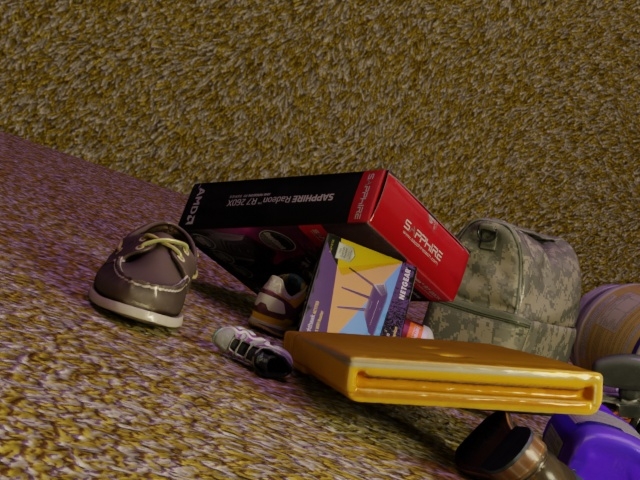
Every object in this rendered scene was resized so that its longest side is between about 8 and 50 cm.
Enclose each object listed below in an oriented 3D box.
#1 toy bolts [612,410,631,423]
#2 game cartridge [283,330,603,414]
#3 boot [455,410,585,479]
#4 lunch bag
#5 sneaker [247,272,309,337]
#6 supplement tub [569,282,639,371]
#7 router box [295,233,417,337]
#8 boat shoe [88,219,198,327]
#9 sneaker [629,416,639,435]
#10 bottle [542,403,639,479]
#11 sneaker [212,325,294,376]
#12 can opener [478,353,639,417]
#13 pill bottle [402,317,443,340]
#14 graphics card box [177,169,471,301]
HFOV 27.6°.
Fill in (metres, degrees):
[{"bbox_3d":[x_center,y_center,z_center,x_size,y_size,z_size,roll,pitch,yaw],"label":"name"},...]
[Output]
[{"bbox_3d":[0.547,0.307,1.975,0.218,0.158,0.228,-19,6,14],"label":"toy bolts"},{"bbox_3d":[0.124,0.147,1.492,0.285,0.052,0.324,5,-1,-14],"label":"game cartridge"},{"bbox_3d":[0.207,0.240,1.339,0.106,0.082,0.219,44,-3,-4],"label":"boot"},{"bbox_3d":[0.334,0.098,2.307,0.212,0.256,0.305,18,2,34],"label":"lunch bag"},{"bbox_3d":[-0.034,0.090,1.818,0.069,0.084,0.185,23,5,19],"label":"sneaker"},{"bbox_3d":[0.630,0.215,2.475,0.241,0.241,0.331,20,5,-19],"label":"supplement tub"},{"bbox_3d":[0.045,0.091,1.711,0.133,0.179,0.046,20,-39,-6],"label":"router box"},{"bbox_3d":[-0.204,0.035,1.576,0.117,0.096,0.324,21,4,-4],"label":"boat shoe"},{"bbox_3d":[0.446,0.281,1.702,0.147,0.104,0.296,22,-2,35],"label":"sneaker"},{"bbox_3d":[0.320,0.245,1.528,0.118,0.092,0.283,22,4,1],"label":"bottle"},{"bbox_3d":[-0.073,0.126,1.458,0.098,0.038,0.069,20,3,-10],"label":"sneaker"},{"bbox_3d":[0.326,0.195,1.762,0.280,0.093,0.074,-1,11,8],"label":"can opener"},{"bbox_3d":[0.099,0.144,1.776,0.152,0.086,0.086,21,4,-2],"label":"pill bottle"},{"bbox_3d":[0.000,0.000,1.892,0.371,0.094,0.233,0,-29,39],"label":"graphics card box"}]
